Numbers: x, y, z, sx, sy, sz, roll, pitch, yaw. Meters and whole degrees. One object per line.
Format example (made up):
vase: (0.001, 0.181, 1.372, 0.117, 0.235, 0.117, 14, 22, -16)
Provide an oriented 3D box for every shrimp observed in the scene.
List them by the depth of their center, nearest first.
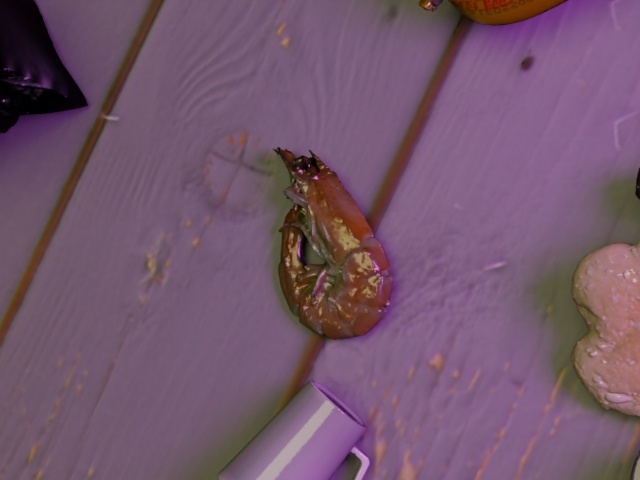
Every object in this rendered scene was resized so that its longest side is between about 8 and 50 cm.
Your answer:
shrimp: (0.000, 0.000, 1.118, 0.099, 0.041, 0.180, -32, 72, 27)

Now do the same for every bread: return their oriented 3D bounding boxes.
bread: (0.304, 0.059, 0.958, 0.250, 0.039, 0.182, 9, 113, 21)

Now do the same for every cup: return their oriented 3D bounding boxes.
cup: (-0.011, 0.185, 1.072, 0.104, 0.074, 0.116, 41, 90, -3)

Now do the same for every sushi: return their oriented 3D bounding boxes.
sushi: (-0.376, -0.183, 1.182, 0.212, 0.215, 0.227, -34, 72, 11)

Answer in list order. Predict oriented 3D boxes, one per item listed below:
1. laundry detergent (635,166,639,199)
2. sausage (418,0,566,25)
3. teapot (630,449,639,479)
laundry detergent: (0.345, -0.021, 0.976, 0.221, 0.078, 0.144, 2, 89, 19)
sausage: (0.226, -0.277, 1.040, 0.347, 0.123, 0.123, -29, 72, 11)
teapot: (0.265, 0.195, 0.957, 0.092, 0.091, 0.124, 28, 84, 22)
